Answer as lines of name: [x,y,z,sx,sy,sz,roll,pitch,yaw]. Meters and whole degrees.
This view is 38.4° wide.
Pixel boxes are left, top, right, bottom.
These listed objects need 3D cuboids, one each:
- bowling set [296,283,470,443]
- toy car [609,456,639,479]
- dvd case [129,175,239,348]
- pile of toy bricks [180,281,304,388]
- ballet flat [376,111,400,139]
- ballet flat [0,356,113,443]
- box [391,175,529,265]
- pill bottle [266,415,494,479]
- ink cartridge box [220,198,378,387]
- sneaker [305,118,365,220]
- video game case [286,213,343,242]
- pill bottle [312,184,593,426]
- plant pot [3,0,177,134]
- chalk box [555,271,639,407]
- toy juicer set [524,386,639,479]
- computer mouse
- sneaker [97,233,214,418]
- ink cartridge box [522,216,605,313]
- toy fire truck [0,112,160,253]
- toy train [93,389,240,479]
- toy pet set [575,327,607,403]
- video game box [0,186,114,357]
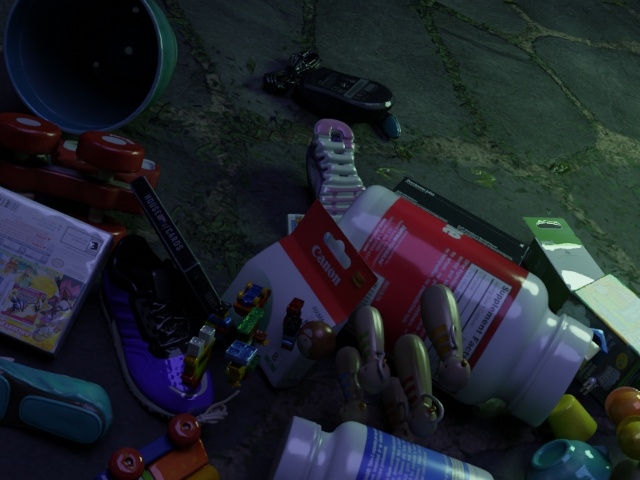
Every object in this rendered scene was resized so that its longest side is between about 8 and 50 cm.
bowling set: [0.066,0.191,1.231,0.199,0.287,0.154,3,47,-10]
toy car: [0.489,0.405,1.292,0.188,0.155,0.149,34,39,-2]
dvd case: [-0.191,0.037,1.321,0.029,0.239,0.179,-32,59,-8]
pile of toy bricks: [-0.103,0.149,1.248,0.118,0.105,0.212,20,29,12]
ballet flat: [0.144,-0.257,1.960,0.041,0.041,0.114,-12,51,-35]
ballet flat: [-0.383,0.193,1.172,0.247,0.083,0.087,19,15,-6]
box: [0.215,0.015,1.618,0.261,0.103,0.184,31,33,10]
pill bottle: [0.072,0.322,1.173,0.272,0.152,0.152,22,39,-2]
ink cartridge box: [-0.038,0.076,1.344,0.056,0.225,0.181,5,39,-46]
sneaker: [0.019,-0.099,1.682,0.095,0.104,0.236,5,65,-25]
video game case: [0.000,0.000,1.578,0.122,0.011,0.087,2,81,-24]
pill bottle: [0.197,0.106,1.419,0.407,0.229,0.229,31,40,9]
plant pot: [-0.371,-0.331,1.615,0.271,0.272,0.255,25,13,2]
chalk box: [0.506,0.183,1.559,0.132,0.132,0.213,-18,55,-39]
toy juicer set: [0.374,0.327,1.285,0.089,0.209,0.329,58,42,-9]
computer mouse: [0.030,-0.310,1.948,0.272,0.072,0.188,24,39,21]
sneaker: [-0.230,0.107,1.276,0.102,0.146,0.293,-11,50,-35]
ink cartridge box: [0.458,0.048,1.742,0.109,0.062,0.209,0,44,-26]
toy fire truck: [-0.407,-0.111,1.454,0.302,0.169,0.254,13,15,-13]
toy train: [-0.150,0.293,1.143,0.248,0.105,0.143,-26,70,-41]
toy pet set: [0.416,0.189,1.513,0.065,0.114,0.122,-32,65,-33]
video game box: [-0.420,0.039,1.276,0.205,0.048,0.187,23,68,0]
